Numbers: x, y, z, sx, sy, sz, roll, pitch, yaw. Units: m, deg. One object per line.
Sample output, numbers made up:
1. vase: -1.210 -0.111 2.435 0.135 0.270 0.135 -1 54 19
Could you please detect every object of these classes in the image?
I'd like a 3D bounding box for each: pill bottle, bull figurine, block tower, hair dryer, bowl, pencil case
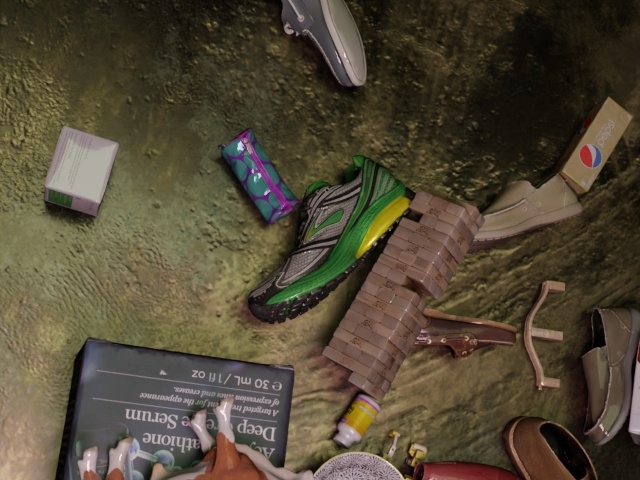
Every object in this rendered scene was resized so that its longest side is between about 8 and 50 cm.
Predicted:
1. pill bottle: 0.055 0.286 1.601 0.043 0.043 0.083 39 70 -5
2. bull figurine: -0.154 0.314 1.284 0.310 0.101 0.189 -17 79 -21
3. block tower: 0.129 0.079 1.598 0.097 0.091 0.336 24 80 32
4. hair dryer: 0.282 0.401 1.550 0.293 0.223 0.080 18 89 22
5. bowl: 0.049 0.411 1.550 0.170 0.080 0.170 4 73 -12
6. pencil case: -0.098 -0.103 1.630 0.064 0.070 0.152 -34 90 -20

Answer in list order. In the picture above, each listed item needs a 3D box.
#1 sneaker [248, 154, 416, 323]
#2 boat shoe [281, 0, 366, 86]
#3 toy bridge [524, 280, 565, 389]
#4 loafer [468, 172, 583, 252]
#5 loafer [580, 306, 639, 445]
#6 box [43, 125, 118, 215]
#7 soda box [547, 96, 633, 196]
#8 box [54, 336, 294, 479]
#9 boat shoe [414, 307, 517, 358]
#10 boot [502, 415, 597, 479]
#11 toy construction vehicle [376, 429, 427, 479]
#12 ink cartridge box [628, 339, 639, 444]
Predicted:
1. sneaker: 0.000 0.000 1.618 0.146 0.134 0.343 43 61 4
2. boat shoe: -0.021 -0.395 1.720 0.099 0.116 0.320 -25 93 24
3. toy bridge: 0.380 0.161 1.732 0.063 0.026 0.188 10 76 -11
4. loafer: 0.321 -0.049 1.728 0.268 0.102 0.092 -15 81 -28
5. loafer: 0.474 0.222 1.719 0.087 0.094 0.251 19 65 -4
6. box: -0.362 -0.103 1.536 0.087 0.101 0.102 17 76 -12
7. soda box: 0.482 -0.166 1.817 0.061 0.058 0.181 37 71 -5
8. box: -0.220 0.358 1.419 0.293 0.212 0.396 9 76 -15
9. boat shoe: 0.220 0.158 1.665 0.206 0.073 0.073 9 75 -6
10. boot: 0.414 0.419 1.640 0.112 0.115 0.305 -35 91 -23
11. toy construction vehicle: 0.129 0.360 1.611 0.085 0.035 0.098 28 72 -9
12. ink cartridge box: 0.551 0.247 1.704 0.045 0.145 0.179 8 75 23
